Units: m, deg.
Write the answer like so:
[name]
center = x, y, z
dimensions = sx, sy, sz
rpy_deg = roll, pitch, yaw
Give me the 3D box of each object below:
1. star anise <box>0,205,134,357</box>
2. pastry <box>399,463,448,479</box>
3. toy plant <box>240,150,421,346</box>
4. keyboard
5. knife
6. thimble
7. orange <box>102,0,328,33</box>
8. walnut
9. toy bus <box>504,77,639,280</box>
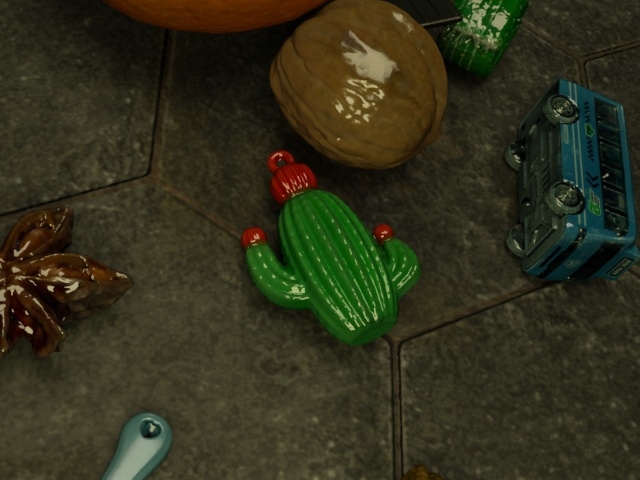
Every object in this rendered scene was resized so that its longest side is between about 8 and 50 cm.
[star anise]
center = -0.324, 0.034, 1.089
dimensions = 0.220, 0.099, 0.214
rpy_deg = 35, 41, 12
[pastry]
center = 0.097, 0.272, 1.061
dimensions = 0.057, 0.097, 0.109
rpy_deg = 28, 21, -7
[toy plant]
center = -0.005, 0.012, 1.206
dimensions = 0.240, 0.088, 0.154
rpy_deg = 37, 69, 16
[keyboard]
center = 0.113, -0.324, 1.419
dimensions = 0.104, 0.041, 0.381
rpy_deg = -14, 38, -11
[knife]
center = -0.221, 0.259, 1.017
dimensions = 0.058, 0.032, 0.244
rpy_deg = 35, 59, 4
[thimble]
center = 0.213, -0.284, 1.449
dimensions = 0.090, 0.118, 0.130
rpy_deg = 29, 37, 7
[orange]
center = -0.123, -0.439, 1.284
dimensions = 0.424, 0.326, 0.423
rpy_deg = 2, 40, -2
[walnut]
center = 0.052, -0.182, 1.291
dimensions = 0.213, 0.213, 0.213
rpy_deg = 8, 56, -12
[toy bus]
center = 0.311, -0.069, 1.341
dimensions = 0.134, 0.113, 0.246
rpy_deg = 16, 53, -14
